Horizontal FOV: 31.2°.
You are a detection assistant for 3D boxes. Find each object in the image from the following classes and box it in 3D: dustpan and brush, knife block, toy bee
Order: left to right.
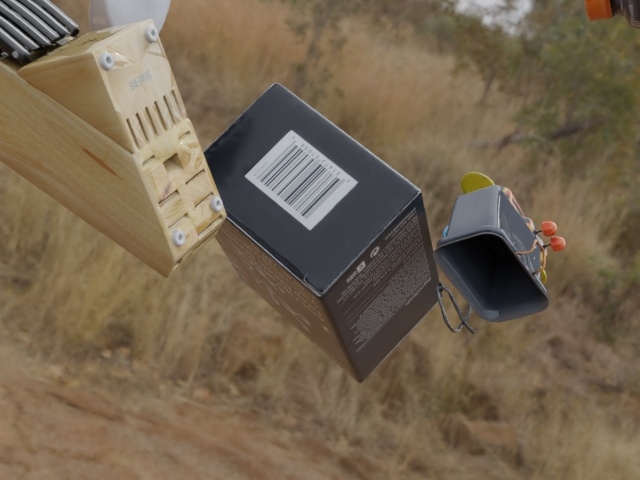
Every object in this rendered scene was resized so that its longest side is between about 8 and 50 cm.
[{"bbox_3d":[-0.237,-0.100,1.010,0.242,0.275,0.088,-6,24,34],"label":"knife block"},{"bbox_3d":[-0.259,-0.277,1.530,0.060,0.211,0.147,21,35,26],"label":"dustpan and brush"},{"bbox_3d":[0.265,0.010,1.600,0.195,0.162,0.298,46,30,-40],"label":"toy bee"}]

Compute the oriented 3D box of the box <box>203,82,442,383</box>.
[{"bbox_3d":[0.000,0.000,1.761,0.293,0.212,0.395,39,-12,24],"label":"box"}]

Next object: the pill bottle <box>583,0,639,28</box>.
[{"bbox_3d":[0.448,-0.336,1.420,0.246,0.130,0.130,-7,1,17],"label":"pill bottle"}]

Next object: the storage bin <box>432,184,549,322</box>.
[{"bbox_3d":[0.194,0.007,1.239,0.135,0.098,0.091,48,39,-33],"label":"storage bin"}]
